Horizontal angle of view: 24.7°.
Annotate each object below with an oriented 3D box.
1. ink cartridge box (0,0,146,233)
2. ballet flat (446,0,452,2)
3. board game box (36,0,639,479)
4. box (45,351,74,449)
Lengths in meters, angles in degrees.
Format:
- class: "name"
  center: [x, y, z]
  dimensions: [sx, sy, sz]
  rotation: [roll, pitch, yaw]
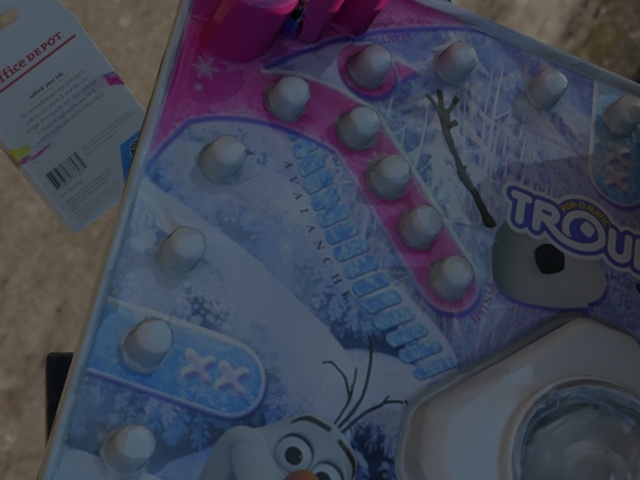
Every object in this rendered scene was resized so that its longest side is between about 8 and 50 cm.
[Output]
- class: "ink cartridge box"
  center: [-0.211, -0.108, 1.144]
  dimensions: [0.104, 0.181, 0.061]
  rotation: [-39, -163, -11]
- class: "ballet flat"
  center: [-0.011, -0.204, 0.951]
  dimensions: [0.077, 0.231, 0.077]
  rotation: [165, -71, -66]
- class: "board game box"
  center: [0.103, 0.088, 0.528]
  dimensions: [0.050, 0.390, 0.390]
  rotation: [133, -27, -56]
- class: "box"
  center: [-0.089, 0.145, 0.891]
  dimensions: [0.093, 0.156, 0.158]
  rotation: [151, -62, -77]
